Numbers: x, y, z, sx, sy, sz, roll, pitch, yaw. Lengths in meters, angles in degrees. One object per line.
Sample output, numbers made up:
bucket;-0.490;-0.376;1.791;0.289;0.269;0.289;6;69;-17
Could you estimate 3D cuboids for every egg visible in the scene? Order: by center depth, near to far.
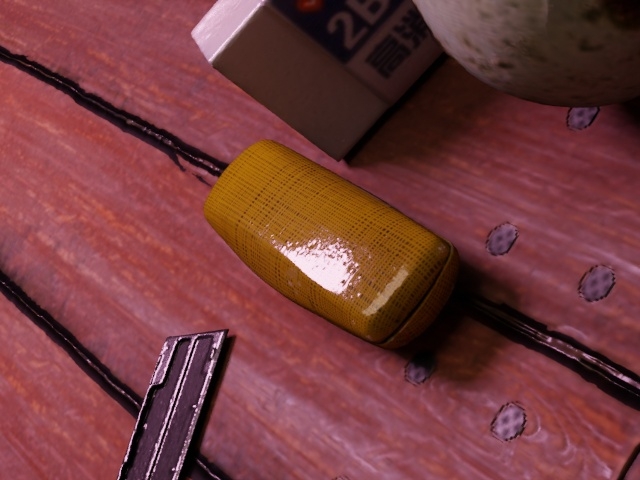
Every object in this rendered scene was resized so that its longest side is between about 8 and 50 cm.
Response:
egg;0.123;-0.161;0.834;0.169;0.169;0.231;-51;31;6

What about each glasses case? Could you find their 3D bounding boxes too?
glasses case;0.000;0.000;0.939;0.079;0.064;0.234;-54;33;-2

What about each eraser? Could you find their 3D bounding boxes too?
eraser;0.035;-0.164;0.983;0.210;0.124;0.068;-47;35;11

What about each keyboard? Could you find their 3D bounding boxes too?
keyboard;-0.107;0.146;0.994;0.063;0.010;0.198;-9;54;45
